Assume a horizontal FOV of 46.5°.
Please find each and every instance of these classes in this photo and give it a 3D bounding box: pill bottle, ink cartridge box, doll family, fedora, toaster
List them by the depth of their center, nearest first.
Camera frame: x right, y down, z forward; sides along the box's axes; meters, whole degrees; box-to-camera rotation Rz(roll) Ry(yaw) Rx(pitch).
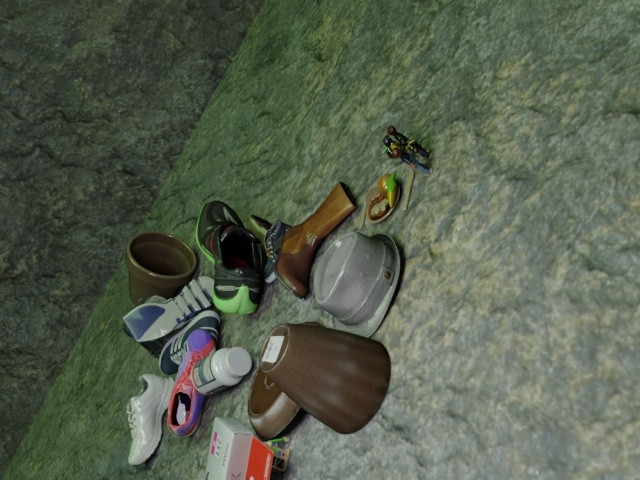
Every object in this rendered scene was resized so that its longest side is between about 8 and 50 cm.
[{"bbox_3d":[-0.202,0.577,1.718,0.239,0.060,0.275,12,93,63],"label":"ink cartridge box"},{"bbox_3d":[0.068,0.088,1.736,0.243,0.124,0.276,1,65,60],"label":"fedora"},{"bbox_3d":[0.206,-0.221,1.811,0.076,0.111,0.193,-57,27,6],"label":"doll family"},{"bbox_3d":[-0.274,0.360,2.079,0.180,0.108,0.108,-31,39,44],"label":"pill bottle"},{"bbox_3d":[-0.545,0.295,2.524,0.129,0.227,0.146,-31,22,45],"label":"toaster"}]

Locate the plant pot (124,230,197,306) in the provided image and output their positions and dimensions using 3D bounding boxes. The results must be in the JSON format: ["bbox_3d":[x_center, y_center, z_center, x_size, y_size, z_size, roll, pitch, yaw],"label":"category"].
[{"bbox_3d":[-0.616,0.131,2.771,0.263,0.262,0.229,-100,30,-51],"label":"plant pot"}]

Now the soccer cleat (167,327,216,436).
[{"bbox_3d":[-0.373,0.405,2.154,0.116,0.108,0.319,87,-167,-71],"label":"soccer cleat"}]

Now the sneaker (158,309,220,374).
[{"bbox_3d":[-0.416,0.357,2.337,0.282,0.099,0.153,-47,28,19],"label":"sneaker"}]

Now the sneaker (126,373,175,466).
[{"bbox_3d":[-0.561,0.562,2.356,0.111,0.129,0.297,-24,45,47],"label":"sneaker"}]

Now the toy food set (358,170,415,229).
[{"bbox_3d":[0.151,-0.105,1.873,0.192,0.038,0.133,-25,44,49],"label":"toy food set"}]

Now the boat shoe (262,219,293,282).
[{"bbox_3d":[-0.139,0.030,2.192,0.183,0.083,0.065,-61,27,-1],"label":"boat shoe"}]

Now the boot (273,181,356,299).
[{"bbox_3d":[0.000,0.000,2.018,0.280,0.096,0.264,-41,25,19],"label":"boot"}]

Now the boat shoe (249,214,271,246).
[{"bbox_3d":[-0.191,-0.024,2.360,0.072,0.068,0.190,-68,26,11],"label":"boat shoe"}]

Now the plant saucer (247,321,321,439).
[{"bbox_3d":[-0.097,0.330,1.821,0.311,0.050,0.311,-50,20,26],"label":"plant saucer"}]

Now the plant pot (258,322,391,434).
[{"bbox_3d":[-0.008,0.269,1.575,0.215,0.230,0.215,-41,33,34],"label":"plant pot"}]

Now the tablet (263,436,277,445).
[{"bbox_3d":[-0.122,0.488,1.806,0.054,0.006,0.083,-47,29,25],"label":"tablet"}]

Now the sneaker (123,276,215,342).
[{"bbox_3d":[-0.469,0.247,2.431,0.315,0.128,0.182,-27,-17,-15],"label":"sneaker"}]

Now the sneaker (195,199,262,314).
[{"bbox_3d":[-0.260,0.017,2.282,0.202,0.185,0.483,-67,31,31],"label":"sneaker"}]

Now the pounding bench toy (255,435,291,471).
[{"bbox_3d":[-0.110,0.484,1.724,0.052,0.065,0.083,-22,46,51],"label":"pounding bench toy"}]
